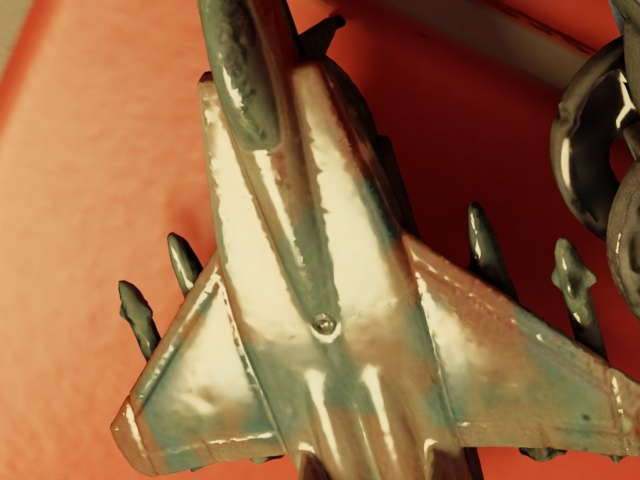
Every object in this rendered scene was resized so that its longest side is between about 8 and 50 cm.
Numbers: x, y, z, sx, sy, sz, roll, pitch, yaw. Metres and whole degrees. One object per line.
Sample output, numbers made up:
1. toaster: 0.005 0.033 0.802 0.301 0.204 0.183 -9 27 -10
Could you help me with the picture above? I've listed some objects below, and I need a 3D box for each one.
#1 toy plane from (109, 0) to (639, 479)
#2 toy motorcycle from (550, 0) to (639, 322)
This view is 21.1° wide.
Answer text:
1. toy plane: 0.003 -0.002 0.628 0.223 0.104 0.326 -6 106 25
2. toy motorcycle: 0.219 0.019 0.588 0.212 0.125 0.358 -27 116 5
